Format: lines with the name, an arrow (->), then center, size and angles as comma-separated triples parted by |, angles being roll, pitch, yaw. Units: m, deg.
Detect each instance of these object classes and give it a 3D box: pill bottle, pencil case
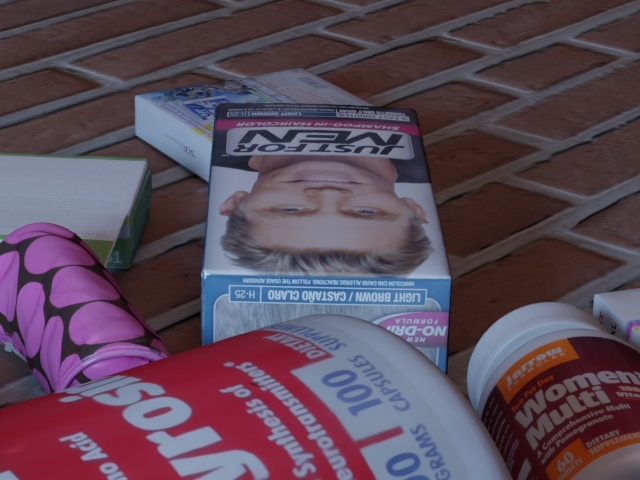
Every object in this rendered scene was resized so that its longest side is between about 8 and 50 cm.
pill bottle -> -0.120, 0.186, 0.848 | 0.407, 0.229, 0.229 | -16, 29, -37
pill bottle -> 0.162, 0.127, 1.153 | 0.121, 0.121, 0.221 | -2, 23, -10
pencil case -> -0.166, 0.071, 1.300 | 0.095, 0.098, 0.209 | 42, 1, -32

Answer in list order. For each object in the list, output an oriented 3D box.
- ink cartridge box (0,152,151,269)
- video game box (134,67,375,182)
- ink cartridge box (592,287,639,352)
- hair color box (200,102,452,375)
ink cartridge box -> -0.232, -0.006, 1.515 | 0.171, 0.056, 0.235 | 3, 25, 2
video game box -> -0.042, -0.099, 1.763 | 0.187, 0.048, 0.205 | -10, 25, -31
ink cartridge box -> 0.241, 0.091, 1.282 | 0.090, 0.092, 0.143 | -6, 23, -18
hair color box -> 0.000, 0.000, 1.459 | 0.174, 0.105, 0.347 | 1, 24, -2
